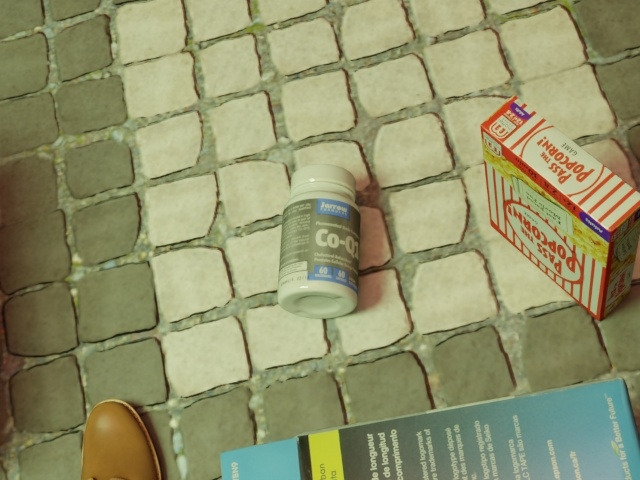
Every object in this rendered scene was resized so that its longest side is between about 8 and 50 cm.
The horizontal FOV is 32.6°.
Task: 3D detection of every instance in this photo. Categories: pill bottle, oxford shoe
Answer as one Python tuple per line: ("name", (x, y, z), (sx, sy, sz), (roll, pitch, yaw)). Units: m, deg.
("pill bottle", (0.000, 0.000, 1.066), (0.078, 0.078, 0.137), (-2, 64, 10))
("oxford shoe", (-0.187, 0.237, 0.991), (0.076, 0.076, 0.212), (-14, 61, 6))

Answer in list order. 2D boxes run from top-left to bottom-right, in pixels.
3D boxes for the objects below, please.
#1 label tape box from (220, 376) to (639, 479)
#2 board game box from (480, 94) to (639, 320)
("label tape box", (0.105, 0.273, 0.894), (0.347, 0.115, 0.249), (-13, 62, 10))
("board game box", (0.213, -0.024, 0.970), (0.045, 0.193, 0.147), (-41, 63, -9))
